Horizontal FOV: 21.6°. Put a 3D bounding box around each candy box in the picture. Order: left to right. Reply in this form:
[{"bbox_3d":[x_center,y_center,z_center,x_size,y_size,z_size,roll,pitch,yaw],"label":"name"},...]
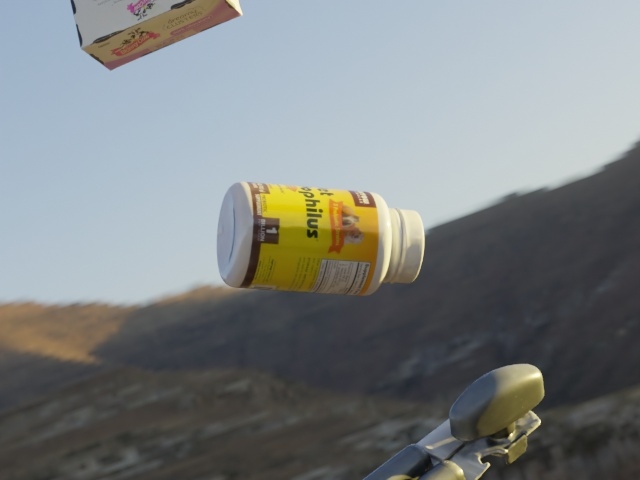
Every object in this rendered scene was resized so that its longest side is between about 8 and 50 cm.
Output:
[{"bbox_3d":[-0.188,-0.303,1.785,0.165,0.196,0.070,-20,-22,15],"label":"candy box"}]

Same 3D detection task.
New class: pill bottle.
[{"bbox_3d":[0.000,0.000,1.850,0.215,0.117,0.117,4,-12,-16],"label":"pill bottle"}]

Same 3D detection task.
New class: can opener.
[{"bbox_3d":[0.087,0.199,1.466,0.074,0.093,0.280,21,44,41],"label":"can opener"}]
